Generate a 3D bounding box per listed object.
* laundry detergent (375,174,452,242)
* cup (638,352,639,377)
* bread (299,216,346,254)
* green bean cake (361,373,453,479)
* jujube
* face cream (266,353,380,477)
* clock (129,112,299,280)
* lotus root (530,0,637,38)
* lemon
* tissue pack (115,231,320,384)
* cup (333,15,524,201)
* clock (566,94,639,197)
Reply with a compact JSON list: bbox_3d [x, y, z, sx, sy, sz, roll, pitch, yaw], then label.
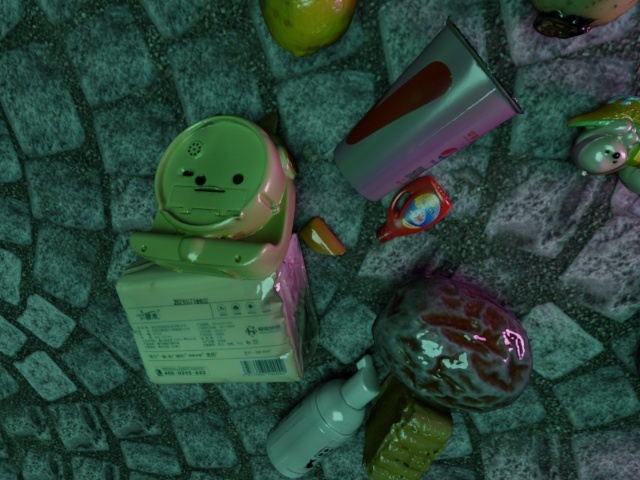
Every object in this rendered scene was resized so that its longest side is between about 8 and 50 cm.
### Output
[{"bbox_3d":[0.180,-0.055,0.858,0.165,0.049,0.097,-37,92,23],"label":"laundry detergent"},{"bbox_3d":[0.756,0.255,0.678,0.401,0.392,0.310,44,107,-1],"label":"cup"},{"bbox_3d":[0.000,0.001,0.918,0.062,0.049,0.103,-36,98,22],"label":"bread"},{"bbox_3d":[0.195,0.413,0.943,0.131,0.229,0.224,26,110,0],"label":"green bean cake"},{"bbox_3d":[0.257,0.205,0.842,0.308,0.215,0.246,18,98,-1],"label":"jujube"},{"bbox_3d":[0.023,0.432,1.027,0.145,0.145,0.369,39,115,-4],"label":"face cream"},{"bbox_3d":[-0.189,-0.106,0.800,0.286,0.117,0.348,4,73,18],"label":"clock"},{"bbox_3d":[0.422,-0.461,0.598,0.173,0.173,0.309,23,106,3],"label":"lotus root"},{"bbox_3d":[-0.020,-0.422,0.698,0.170,0.170,0.207,1,119,12],"label":"lemon"},{"bbox_3d":[-0.217,0.156,0.939,0.381,0.207,0.297,-4,111,14],"label":"tissue pack"},{"bbox_3d":[0.169,-0.207,0.736,0.288,0.203,0.203,-39,99,29],"label":"cup"},{"bbox_3d":[0.533,-0.159,0.711,0.231,0.103,0.144,22,106,2],"label":"clock"}]
